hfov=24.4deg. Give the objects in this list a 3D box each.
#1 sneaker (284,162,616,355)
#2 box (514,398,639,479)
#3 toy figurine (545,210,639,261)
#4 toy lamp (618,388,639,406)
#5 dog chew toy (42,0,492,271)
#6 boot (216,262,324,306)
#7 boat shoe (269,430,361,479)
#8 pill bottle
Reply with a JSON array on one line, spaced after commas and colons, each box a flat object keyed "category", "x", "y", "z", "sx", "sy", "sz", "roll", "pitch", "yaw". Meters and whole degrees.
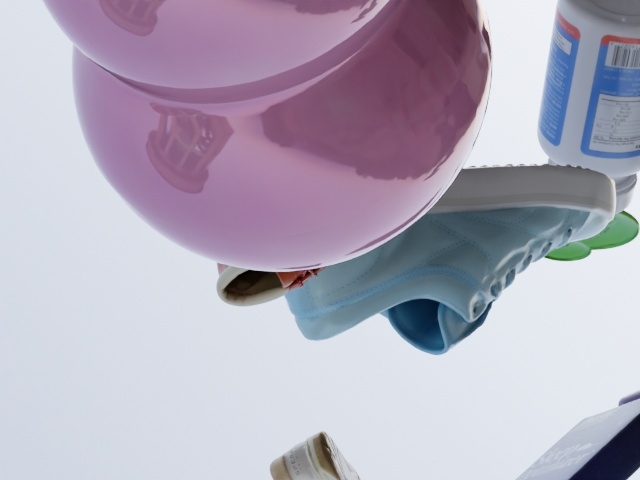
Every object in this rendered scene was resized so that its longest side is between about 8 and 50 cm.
[{"category": "sneaker", "x": 0.106, "y": 0.015, "z": 1.217, "sx": 0.366, "sy": 0.135, "sz": 0.150, "roll": -4, "pitch": -89, "yaw": -37}, {"category": "box", "x": 0.208, "y": 0.184, "z": 1.185, "sx": 0.225, "sy": 0.136, "sz": 0.036, "roll": -34, "pitch": -92, "yaw": -28}, {"category": "toy figurine", "x": 0.312, "y": -0.077, "z": 1.775, "sx": 0.130, "sy": 0.173, "sz": 0.159, "roll": 10, "pitch": -113, "yaw": -6}, {"category": "toy lamp", "x": 0.518, "y": 0.205, "z": 1.881, "sx": 0.080, "sy": 0.274, "sz": 0.080, "roll": -10, "pitch": -90, "yaw": -66}, {"category": "dog chew toy", "x": -0.036, "y": -0.133, "z": 0.661, "sx": 0.332, "sy": 0.206, "sz": 0.207, "roll": 70, "pitch": -179, "yaw": -53}, {"category": "boot", "x": 0.000, "y": 0.000, "z": 1.002, "sx": 0.085, "sy": 0.158, "sz": 0.059, "roll": -80, "pitch": -33, "yaw": -56}, {"category": "boat shoe", "x": 0.004, "y": 0.214, "z": 1.214, "sx": 0.170, "sy": 0.059, "sz": 0.063, "roll": 63, "pitch": -171, "yaw": -47}, {"category": "pill bottle", "x": 0.278, "y": -0.139, "z": 1.448, "sx": 0.124, "sy": 0.221, "sz": 0.124, "roll": 3, "pitch": -143, "yaw": -2}]
